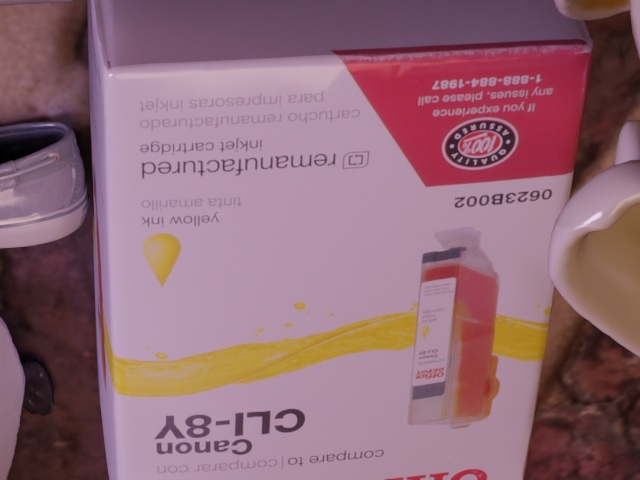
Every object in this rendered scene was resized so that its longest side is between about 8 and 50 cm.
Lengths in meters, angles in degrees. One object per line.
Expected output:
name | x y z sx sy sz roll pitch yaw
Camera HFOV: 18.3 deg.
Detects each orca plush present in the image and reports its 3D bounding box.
orca plush | -0.265 0.140 1.385 0.151 0.102 0.287 -50 152 -28

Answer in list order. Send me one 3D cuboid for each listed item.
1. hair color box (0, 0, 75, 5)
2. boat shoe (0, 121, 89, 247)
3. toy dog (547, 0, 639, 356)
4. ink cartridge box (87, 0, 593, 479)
hair color box | -0.179 -0.188 0.933 0.174 0.105 0.347 -25 175 32
boat shoe | -0.258 -0.037 1.226 0.228 0.079 0.081 -7 122 -12
toy dog | 0.275 -0.137 1.026 0.285 0.407 0.395 -23 142 24
ink cartridge box | 0.000 0.000 1.247 0.279 0.160 0.384 -4 131 -9
